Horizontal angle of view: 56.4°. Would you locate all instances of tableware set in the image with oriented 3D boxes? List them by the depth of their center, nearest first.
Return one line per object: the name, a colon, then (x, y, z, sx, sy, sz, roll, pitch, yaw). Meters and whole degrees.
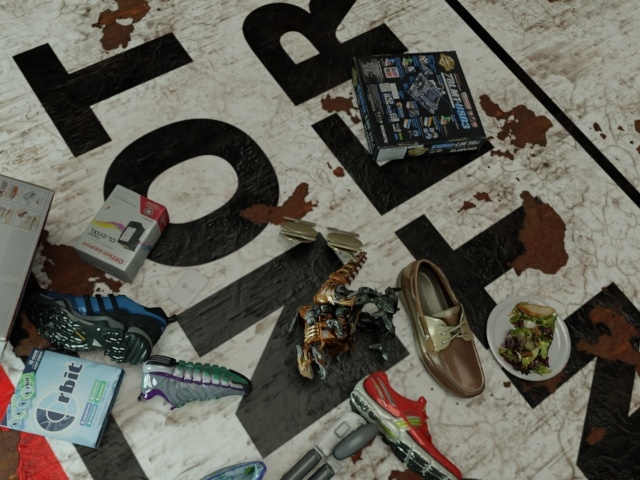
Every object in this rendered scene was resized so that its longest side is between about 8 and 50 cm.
tableware set: (0.000, 0.000, 1.369, 0.194, 0.128, 0.039, 14, 107, -3)

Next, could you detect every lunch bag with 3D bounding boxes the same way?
lunch bag: (-0.170, 0.465, 1.109, 0.151, 0.129, 0.096, -33, 79, -22)

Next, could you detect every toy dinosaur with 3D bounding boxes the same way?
toy dinosaur: (0.054, 0.149, 1.278, 0.219, 0.164, 0.321, 11, 71, 13)

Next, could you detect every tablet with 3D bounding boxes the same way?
tablet: (-0.293, 0.106, 1.320, 0.054, 0.006, 0.083, 35, 66, 8)

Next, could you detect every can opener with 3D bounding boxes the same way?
can opener: (-0.009, 0.443, 1.167, 0.280, 0.093, 0.074, -40, 75, -15)

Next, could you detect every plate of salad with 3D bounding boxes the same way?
plate of salad: (0.477, 0.217, 1.356, 0.200, 0.048, 0.199, 3, 66, -7)

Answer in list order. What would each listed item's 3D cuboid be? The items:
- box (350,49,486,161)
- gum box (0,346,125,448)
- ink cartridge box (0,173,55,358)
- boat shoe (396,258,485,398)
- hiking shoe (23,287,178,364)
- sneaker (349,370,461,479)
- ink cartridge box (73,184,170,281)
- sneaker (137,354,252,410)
box: (0.251, -0.360, 1.568, 0.294, 0.073, 0.295, -7, 67, -12)
gum box: (-0.504, 0.310, 1.180, 0.185, 0.041, 0.156, 14, 65, -3)
ink cartridge box: (-0.647, 0.064, 1.178, 0.130, 0.272, 0.309, 18, 63, -24)
boat shoe: (0.263, 0.186, 1.301, 0.123, 0.116, 0.324, -21, 71, -16)
hiking shoe: (-0.462, 0.162, 1.234, 0.304, 0.113, 0.132, 18, 30, 10)
sneaker: (0.190, 0.377, 1.216, 0.279, 0.107, 0.118, 44, 63, 11)
ink cartridge box: (-0.434, -0.015, 1.317, 0.128, 0.072, 0.175, 25, 65, 3)
sneaker: (-0.254, 0.302, 1.215, 0.224, 0.083, 0.098, 14, 94, -5)
